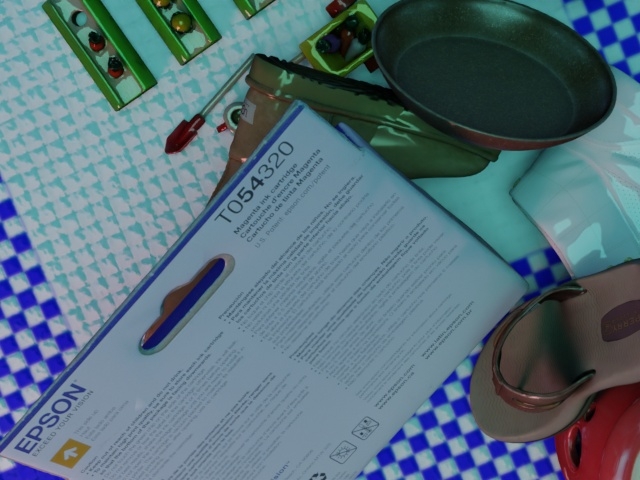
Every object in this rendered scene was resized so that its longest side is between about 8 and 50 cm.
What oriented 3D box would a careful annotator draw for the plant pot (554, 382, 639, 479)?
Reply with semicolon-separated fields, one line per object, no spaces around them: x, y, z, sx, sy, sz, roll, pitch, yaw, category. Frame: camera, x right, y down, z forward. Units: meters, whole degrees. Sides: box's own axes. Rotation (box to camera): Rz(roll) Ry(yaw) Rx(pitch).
0.300;0.176;1.014;0.191;0.174;0.191;0;97;-2;plant pot

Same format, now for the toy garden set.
-0.076;-0.180;1.035;0.244;0.049;0.204;-35;95;4;toy garden set

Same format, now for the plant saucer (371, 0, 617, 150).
0.133;-0.129;0.991;0.198;0.198;0.036;14;131;-1;plant saucer

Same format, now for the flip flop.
0.181;0.088;0.969;0.080;0.277;0.112;-4;73;-23;flip flop

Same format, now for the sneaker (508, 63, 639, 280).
0.296;0.010;1.034;0.292;0.108;0.169;40;97;6;sneaker

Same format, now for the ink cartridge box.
-0.036;0.076;0.959;0.324;0.071;0.330;-48;134;7;ink cartridge box

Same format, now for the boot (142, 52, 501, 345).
0.000;0.000;1.041;0.236;0.089;0.269;15;106;-17;boot
